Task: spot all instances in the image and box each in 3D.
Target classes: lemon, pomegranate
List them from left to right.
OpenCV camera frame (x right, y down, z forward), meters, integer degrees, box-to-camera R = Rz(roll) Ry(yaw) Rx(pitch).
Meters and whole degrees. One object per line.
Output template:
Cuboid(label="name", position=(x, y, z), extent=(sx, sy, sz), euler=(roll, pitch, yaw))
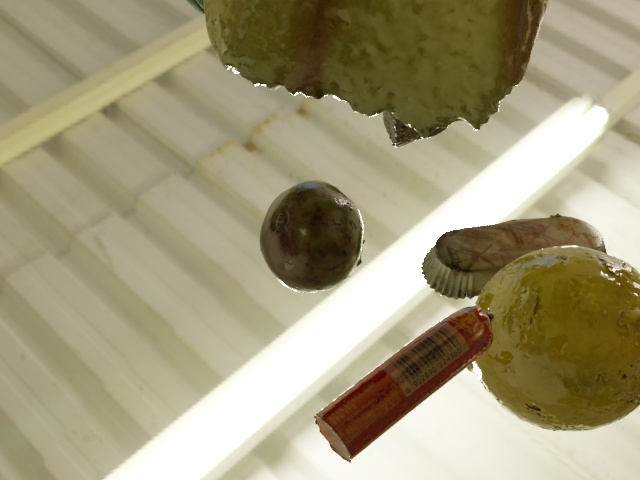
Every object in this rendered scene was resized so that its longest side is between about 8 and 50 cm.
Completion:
Cuboid(label="pomegranate", position=(-0.003, -0.002, 1.062), extent=(0.130, 0.130, 0.130), euler=(2, -130, -2))
Cuboid(label="lemon", position=(0.227, 0.088, 0.870), extent=(0.173, 0.206, 0.174), euler=(12, -114, -29))

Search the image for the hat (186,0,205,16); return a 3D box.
Cuboid(label="hat", position=(-0.111, -0.259, 0.740), extent=(0.078, 0.138, 0.191), euler=(-44, -107, 15))

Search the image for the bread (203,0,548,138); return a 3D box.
Cuboid(label="bread", position=(0.062, -0.264, 0.579), extent=(0.233, 0.362, 0.245), euler=(16, -159, 21))

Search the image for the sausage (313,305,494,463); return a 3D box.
Cuboid(label="sausage", position=(0.056, 0.077, 0.559), extent=(0.129, 0.034, 0.034), euler=(-35, -120, -21))

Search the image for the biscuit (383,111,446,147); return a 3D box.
Cuboid(label="biscuit", position=(0.159, -0.287, 1.578), extent=(0.107, 0.388, 0.073), euler=(-21, -116, -5))

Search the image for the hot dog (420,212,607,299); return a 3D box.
Cuboid(label="hot dog", position=(0.254, 0.023, 1.254), extent=(0.252, 0.069, 0.131), euler=(-6, -142, -10))
